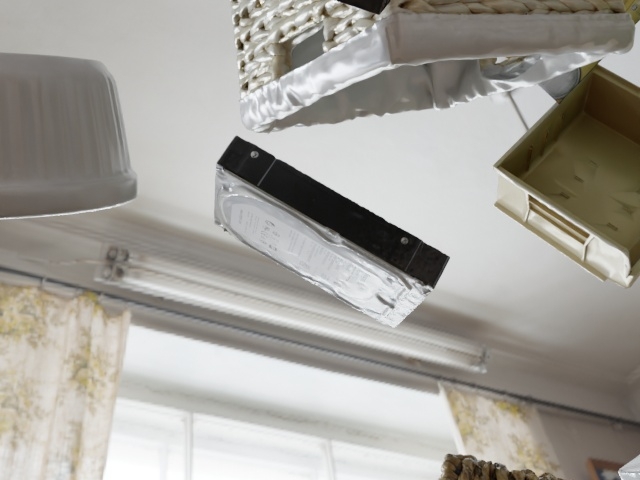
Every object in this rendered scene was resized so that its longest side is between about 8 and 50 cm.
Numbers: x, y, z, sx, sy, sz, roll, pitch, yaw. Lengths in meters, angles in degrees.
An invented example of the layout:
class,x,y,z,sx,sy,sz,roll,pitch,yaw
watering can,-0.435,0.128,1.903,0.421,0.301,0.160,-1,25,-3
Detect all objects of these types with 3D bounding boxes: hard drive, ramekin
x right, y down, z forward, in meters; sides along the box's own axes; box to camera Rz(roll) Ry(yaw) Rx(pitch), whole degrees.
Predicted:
class,x,y,z,sx,sy,sz,roll,pitch,yaw
hard drive,0.000,0.000,1.113,0.339,0.064,0.237,29,-21,2
ramekin,-0.299,-0.099,0.667,0.273,0.273,0.127,1,-79,-11

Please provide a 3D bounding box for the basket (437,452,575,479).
class,x,y,z,sx,sy,sz,roll,pitch,yaw
basket,0.179,0.336,0.594,0.223,0.213,0.299,9,-65,13

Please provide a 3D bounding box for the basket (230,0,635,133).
class,x,y,z,sx,sy,sz,roll,pitch,yaw
basket,0.094,-0.286,0.835,0.331,0.266,0.328,-13,3,-30

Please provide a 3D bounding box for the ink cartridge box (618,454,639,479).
class,x,y,z,sx,sy,sz,roll,pitch,yaw
ink cartridge box,0.524,0.356,0.878,0.226,0.306,0.131,-20,-10,-30

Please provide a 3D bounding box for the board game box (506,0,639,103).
class,x,y,z,sx,sy,sz,roll,pitch,yaw
board game box,0.377,-0.345,1.113,0.165,0.042,0.243,43,-50,3

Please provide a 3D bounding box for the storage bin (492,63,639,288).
class,x,y,z,sx,sy,sz,roll,pitch,yaw
storage bin,0.456,-0.102,1.200,0.262,0.260,0.123,-44,-26,-15

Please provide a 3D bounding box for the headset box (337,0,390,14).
class,x,y,z,sx,sy,sz,roll,pitch,yaw
headset box,0.036,-0.181,0.480,0.032,0.083,0.062,19,-64,3
